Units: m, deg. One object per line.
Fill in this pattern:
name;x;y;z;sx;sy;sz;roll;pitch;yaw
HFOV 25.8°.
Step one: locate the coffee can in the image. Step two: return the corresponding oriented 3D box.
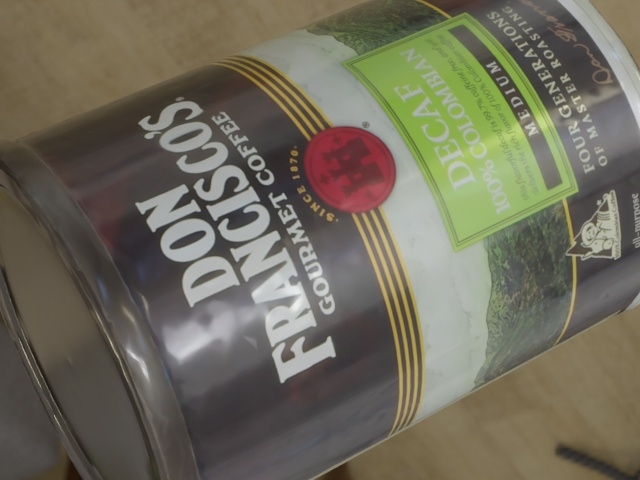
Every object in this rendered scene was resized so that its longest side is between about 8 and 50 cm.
coffee can;0.000;0.000;0.671;0.275;0.201;0.202;-25;140;-23
